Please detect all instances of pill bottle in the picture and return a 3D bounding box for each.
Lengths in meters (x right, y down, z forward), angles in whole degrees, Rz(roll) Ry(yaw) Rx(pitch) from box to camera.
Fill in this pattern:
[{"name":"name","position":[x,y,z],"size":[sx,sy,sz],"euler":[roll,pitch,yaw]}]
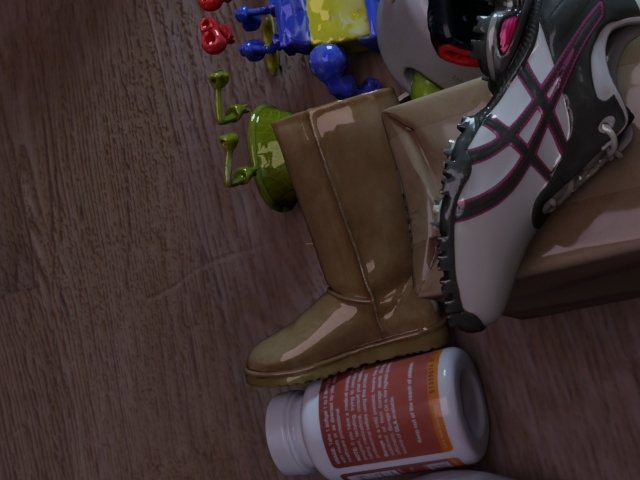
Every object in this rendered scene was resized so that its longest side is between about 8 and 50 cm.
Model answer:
[{"name":"pill bottle","position":[0.057,0.188,1.066],"size":[0.216,0.121,0.121],"euler":[-14,78,22]}]

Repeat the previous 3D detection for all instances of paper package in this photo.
[{"name":"paper package","position":[0.255,-0.044,0.894],"size":[0.310,0.325,0.168],"euler":[-17,76,23]}]

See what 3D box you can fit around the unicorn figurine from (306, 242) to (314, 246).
[{"name":"unicorn figurine","position":[0.085,0.004,1.118],"size":[0.162,0.060,0.111],"euler":[-38,67,-1]}]

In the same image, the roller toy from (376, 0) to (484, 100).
[{"name":"roller toy","position":[0.161,-0.235,1.019],"size":[0.191,0.146,0.209],"euler":[-20,80,-16]}]

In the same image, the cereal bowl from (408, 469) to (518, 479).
[{"name":"cereal bowl","position":[0.133,0.400,0.962],"size":[0.339,0.141,0.338],"euler":[3,96,28]}]

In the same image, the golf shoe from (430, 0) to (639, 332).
[{"name":"golf shoe","position":[0.152,-0.062,0.709],"size":[0.120,0.105,0.272],"euler":[13,89,19]}]

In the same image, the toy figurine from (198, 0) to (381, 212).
[{"name":"toy figurine","position":[0.003,-0.231,1.114],"size":[0.217,0.191,0.362],"euler":[-11,80,18]}]

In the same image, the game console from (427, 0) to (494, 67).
[{"name":"game console","position":[0.251,-0.346,0.969],"size":[0.342,0.060,0.386],"euler":[0,81,-15]}]

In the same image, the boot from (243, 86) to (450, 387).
[{"name":"boot","position":[0.000,0.000,1.063],"size":[0.236,0.089,0.269],"euler":[-16,97,4]}]

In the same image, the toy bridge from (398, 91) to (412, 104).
[{"name":"toy bridge","position":[0.114,-0.137,1.123],"size":[0.188,0.026,0.063],"euler":[-16,75,16]}]
